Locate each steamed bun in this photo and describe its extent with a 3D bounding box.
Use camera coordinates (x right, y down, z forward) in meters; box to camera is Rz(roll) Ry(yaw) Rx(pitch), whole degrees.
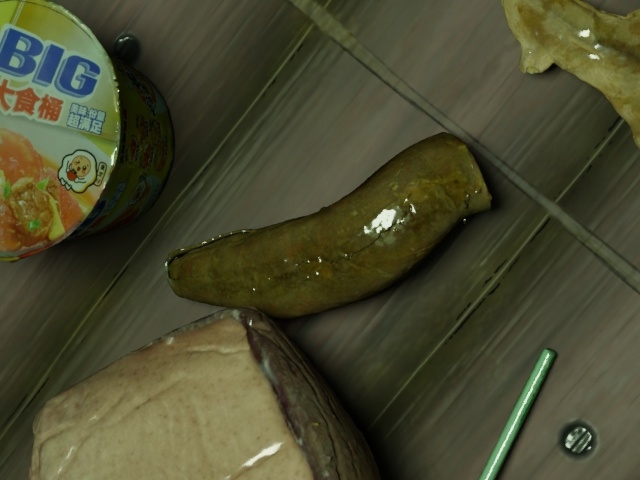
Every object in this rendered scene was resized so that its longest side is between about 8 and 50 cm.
[{"bbox_3d":[-0.066,0.220,1.003,0.251,0.199,0.301,-26,58,10],"label":"steamed bun"}]

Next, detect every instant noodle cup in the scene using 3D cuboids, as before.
[{"bbox_3d":[-0.223,-0.085,1.087,0.205,0.153,0.205,0,88,16],"label":"instant noodle cup"}]

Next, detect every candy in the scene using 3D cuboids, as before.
[{"bbox_3d":[0.104,0.217,1.019,0.091,0.083,0.305,26,89,-25],"label":"candy"}]

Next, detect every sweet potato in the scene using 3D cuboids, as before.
[{"bbox_3d":[0.004,0.004,1.056,0.286,0.085,0.112,-21,48,27],"label":"sweet potato"}]

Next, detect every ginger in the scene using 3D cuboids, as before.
[{"bbox_3d":[0.276,-0.119,0.971,0.333,0.081,0.148,24,111,18],"label":"ginger"}]
